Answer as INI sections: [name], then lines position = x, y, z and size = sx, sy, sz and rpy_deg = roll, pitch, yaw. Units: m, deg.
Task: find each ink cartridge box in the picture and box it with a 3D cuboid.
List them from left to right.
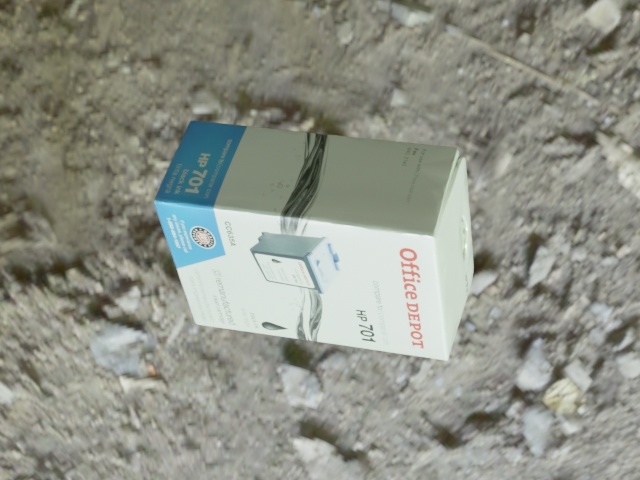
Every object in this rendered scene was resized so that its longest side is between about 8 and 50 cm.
[ink cartridge box]
position = 0.000, 0.000, 0.882
size = 0.191, 0.139, 0.082
rpy_deg = 8, 51, 17
